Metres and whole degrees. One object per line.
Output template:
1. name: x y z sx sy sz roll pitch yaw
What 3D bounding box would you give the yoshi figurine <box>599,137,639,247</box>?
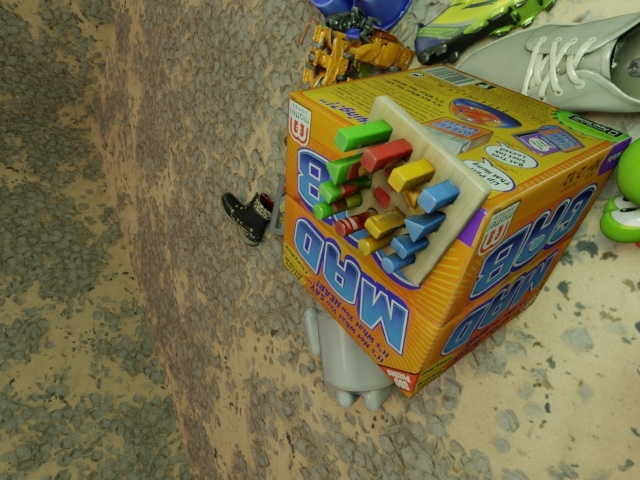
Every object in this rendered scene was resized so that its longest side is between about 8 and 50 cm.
1. yoshi figurine: 0.534 -0.073 0.482 0.362 0.203 0.203 -6 88 46

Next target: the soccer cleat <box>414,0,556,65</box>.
1. soccer cleat: 0.301 -0.436 0.773 0.289 0.093 0.121 -12 80 47

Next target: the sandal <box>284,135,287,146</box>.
1. sandal: 0.010 -0.257 1.106 0.302 0.120 0.086 15 120 45

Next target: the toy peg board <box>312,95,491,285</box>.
1. toy peg board: 0.068 -0.042 0.453 0.161 0.079 0.161 52 146 25

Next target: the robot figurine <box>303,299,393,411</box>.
1. robot figurine: 0.093 0.227 1.010 0.299 0.199 0.354 -4 92 25

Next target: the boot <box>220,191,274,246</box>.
1. boot: -0.250 -0.119 1.430 0.236 0.085 0.179 55 129 19

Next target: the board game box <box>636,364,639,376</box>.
1. board game box: 0.537 0.142 0.442 0.232 0.290 0.141 -35 69 45

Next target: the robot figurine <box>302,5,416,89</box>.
1. robot figurine: 0.078 -0.367 0.877 0.085 0.290 0.211 40 122 37

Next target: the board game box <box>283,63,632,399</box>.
1. board game box: 0.182 -0.048 0.697 0.356 0.356 0.357 42 141 36

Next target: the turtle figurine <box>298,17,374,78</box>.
1. turtle figurine: 0.049 -0.420 1.057 0.217 0.087 0.270 32 138 37

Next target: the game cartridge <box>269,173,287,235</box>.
1. game cartridge: -0.072 -0.105 1.166 0.294 0.060 0.196 173 105 -66

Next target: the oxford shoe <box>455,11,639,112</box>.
1. oxford shoe: 0.399 -0.276 0.660 0.449 0.130 0.169 19 112 47

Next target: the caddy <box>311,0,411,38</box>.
1. caddy: 0.095 -0.644 0.913 0.241 0.179 0.342 7 102 23
